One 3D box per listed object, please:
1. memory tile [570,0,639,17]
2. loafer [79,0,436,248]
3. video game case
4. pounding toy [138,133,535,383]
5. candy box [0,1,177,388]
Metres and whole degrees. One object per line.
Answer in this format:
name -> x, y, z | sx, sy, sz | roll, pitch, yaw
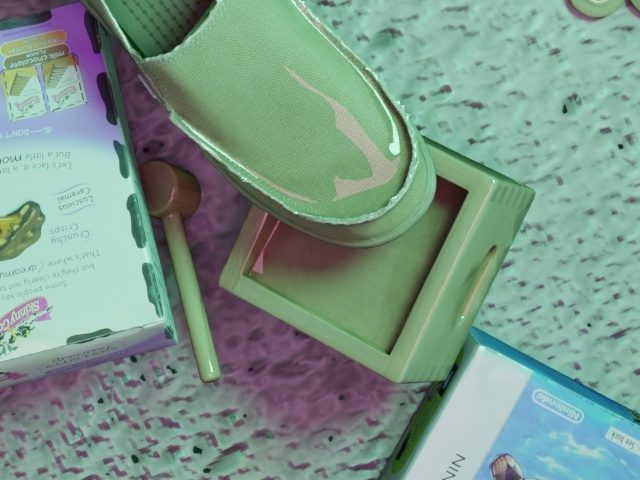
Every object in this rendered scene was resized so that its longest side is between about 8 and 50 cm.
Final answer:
memory tile -> 0.221, -0.190, 1.098 | 0.148, 0.012, 0.113 | -1, 99, -3
loafer -> -0.051, -0.098, 0.981 | 0.268, 0.092, 0.102 | 42, 92, 6
video game case -> 0.150, 0.222, 1.137 | 0.270, 0.061, 0.244 | 28, 98, -7
pounding toy -> -0.009, 0.006, 1.081 | 0.206, 0.094, 0.181 | 28, 98, 22
candy box -> -0.183, -0.018, 1.038 | 0.165, 0.070, 0.196 | -14, 76, -1
